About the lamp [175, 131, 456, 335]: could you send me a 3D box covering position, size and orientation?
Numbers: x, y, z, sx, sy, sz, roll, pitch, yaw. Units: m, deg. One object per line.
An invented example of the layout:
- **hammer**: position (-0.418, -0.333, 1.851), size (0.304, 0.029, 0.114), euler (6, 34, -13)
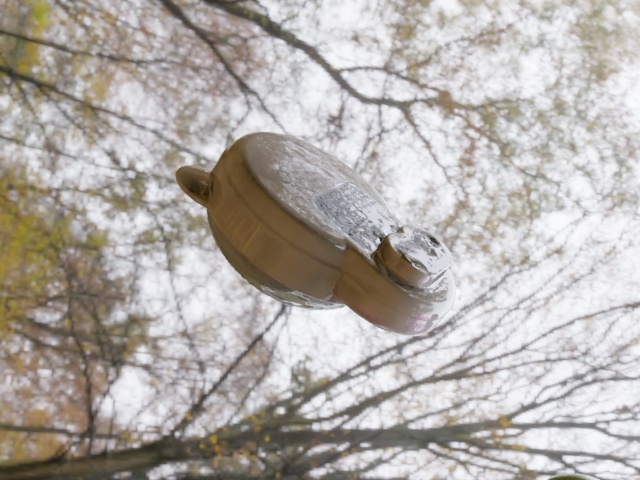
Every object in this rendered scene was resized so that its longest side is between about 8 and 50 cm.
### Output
- **lamp**: position (0.000, 0.003, 0.839), size (0.246, 0.179, 0.108), euler (35, -61, 14)

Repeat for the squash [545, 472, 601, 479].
- **squash**: position (0.377, 0.347, 1.022), size (0.341, 0.094, 0.094), euler (33, -70, 20)
